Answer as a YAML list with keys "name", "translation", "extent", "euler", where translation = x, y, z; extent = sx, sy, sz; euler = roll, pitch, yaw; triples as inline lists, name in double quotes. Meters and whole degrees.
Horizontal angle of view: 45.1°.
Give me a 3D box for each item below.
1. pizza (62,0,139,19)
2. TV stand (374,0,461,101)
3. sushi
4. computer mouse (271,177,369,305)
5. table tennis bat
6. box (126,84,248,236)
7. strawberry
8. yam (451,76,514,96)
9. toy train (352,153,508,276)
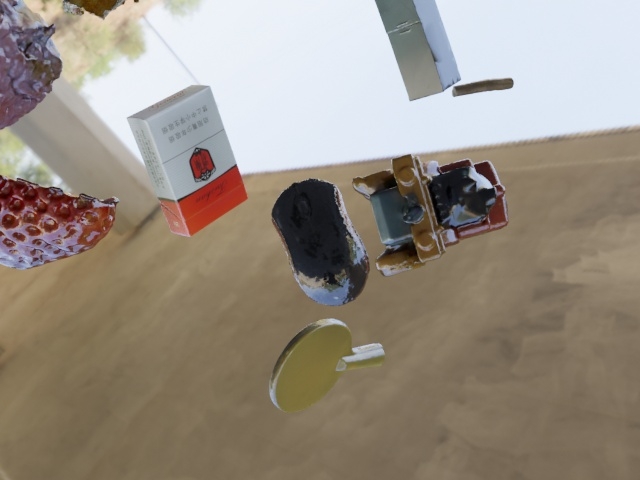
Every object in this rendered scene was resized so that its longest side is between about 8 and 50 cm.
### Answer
- name: "pizza"
  translation: [-0.418, -0.532, 1.600]
  extent: [0.271, 0.056, 0.134]
  euler: [-32, -120, 8]
- name: "TV stand"
  translation: [0.173, -0.408, 1.448]
  extent: [0.082, 0.270, 0.088]
  euler: [-11, -161, 41]
- name: "sushi"
  translation: [-0.479, -0.268, 1.006]
  extent: [0.171, 0.270, 0.236]
  euler: [-48, 165, -22]
- name: "computer mouse"
  translation: [-0.001, 0.000, 1.831]
  extent: [0.182, 0.323, 0.116]
  euler: [-25, 166, 4]
- name: "table tennis bat"
  translation: [0.022, 0.241, 1.506]
  extent: [0.050, 0.320, 0.199]
  euler: [31, -71, 36]
- name: "box"
  translation: [-0.153, -0.095, 0.909]
  extent: [0.048, 0.152, 0.100]
  euler: [17, -138, 44]
- name: "strawberry"
  translation: [-0.461, -0.025, 1.230]
  extent: [0.253, 0.280, 0.150]
  euler: [88, 17, -86]
- name: "yam"
  translation: [0.362, -0.343, 1.721]
  extent: [0.145, 0.032, 0.032]
  euler: [-12, -158, -15]
- name: "toy train"
  translation: [0.187, -0.049, 1.249]
  extent: [0.231, 0.163, 0.369]
  euler: [-17, 176, 8]
